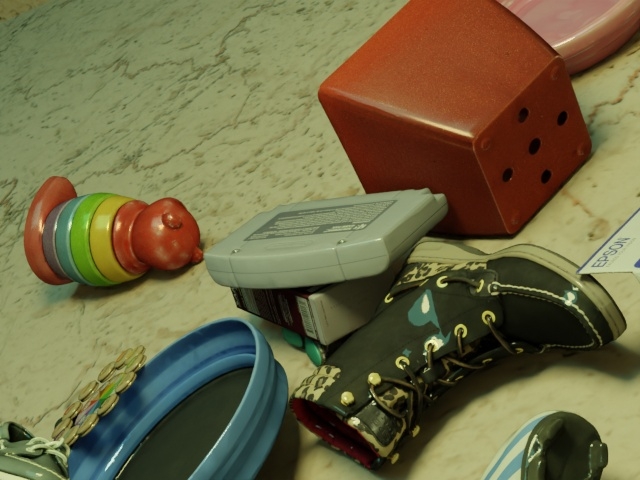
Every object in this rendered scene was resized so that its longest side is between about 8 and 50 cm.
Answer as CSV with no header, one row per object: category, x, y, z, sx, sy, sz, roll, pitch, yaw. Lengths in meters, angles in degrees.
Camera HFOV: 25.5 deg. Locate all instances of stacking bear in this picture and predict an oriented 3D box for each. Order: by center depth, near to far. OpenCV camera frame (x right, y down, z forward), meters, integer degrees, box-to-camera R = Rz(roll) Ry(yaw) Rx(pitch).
stacking bear,-0.321,-0.007,2.284,0.289,0.175,0.164,-2,40,32

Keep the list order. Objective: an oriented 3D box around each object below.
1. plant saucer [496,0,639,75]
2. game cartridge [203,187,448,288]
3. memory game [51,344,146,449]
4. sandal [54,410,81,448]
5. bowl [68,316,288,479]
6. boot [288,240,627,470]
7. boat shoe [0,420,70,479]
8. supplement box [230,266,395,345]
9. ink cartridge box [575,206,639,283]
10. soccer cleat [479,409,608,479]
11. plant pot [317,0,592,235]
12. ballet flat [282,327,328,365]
plant saucer,0.369,-0.349,2.159,0.332,0.084,0.332,-24,31,16
game cartridge,0.000,0.000,1.861,0.294,0.060,0.196,-5,18,37
memory game,-0.305,0.214,1.944,0.186,0.012,0.186,-42,16,15
sandal,-0.325,0.268,1.991,0.067,0.040,0.179,-45,31,-19
bowl,-0.194,0.267,1.754,0.391,0.077,0.391,-38,22,19
boot,0.144,0.135,1.622,0.284,0.138,0.377,-45,27,-20
boat shoe,-0.374,0.281,1.799,0.099,0.116,0.319,-57,18,-18
supplement box,-0.014,0.060,1.913,0.130,0.073,0.239,-25,23,-26
ink cartridge box,0.476,-0.014,1.501,0.307,0.072,0.303,-7,21,43
soccer cleat,0.180,0.319,1.375,0.331,0.116,0.143,-60,5,-23
plant pot,0.204,-0.159,1.898,0.267,0.267,0.235,-45,44,-18
ballet flat,-0.011,0.132,1.885,0.041,0.041,0.114,-41,31,-11
